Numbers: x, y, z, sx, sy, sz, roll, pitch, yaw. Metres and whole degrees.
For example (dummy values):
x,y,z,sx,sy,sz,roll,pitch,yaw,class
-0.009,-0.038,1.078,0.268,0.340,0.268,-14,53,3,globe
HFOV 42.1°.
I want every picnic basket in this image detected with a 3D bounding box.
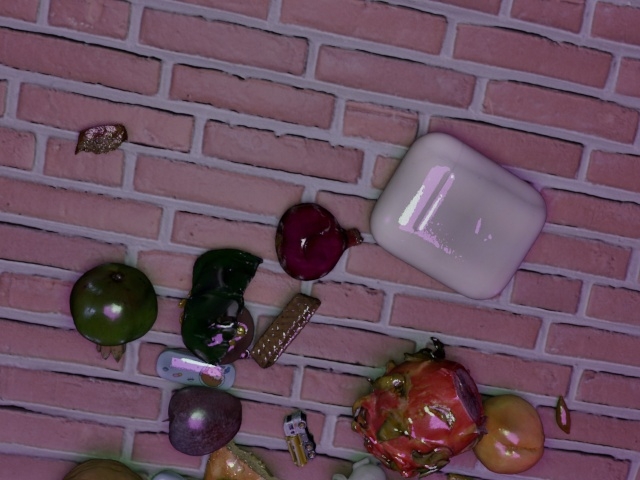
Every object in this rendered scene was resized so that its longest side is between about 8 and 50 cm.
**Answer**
x,y,z,sx,sy,sz,roll,pitch,yaw,class
-0.079,0.195,1.844,0.055,0.110,0.193,41,94,11,picnic basket

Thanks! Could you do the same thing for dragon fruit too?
x,y,z,sx,sy,sz,roll,pitch,yaw,class
0.205,0.384,1.841,0.291,0.250,0.269,-26,84,26,dragon fruit

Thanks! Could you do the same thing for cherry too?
x,y,z,sx,sy,sz,roll,pitch,yaw,class
-0.260,0.400,1.836,0.176,0.140,0.176,-2,129,-2,cherry

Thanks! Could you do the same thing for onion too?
x,y,z,sx,sy,sz,roll,pitch,yaw,class
0.002,0.003,1.801,0.198,0.135,0.173,-8,103,-6,onion

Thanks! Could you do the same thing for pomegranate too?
x,y,z,sx,sy,sz,roll,pitch,yaw,class
-0.442,0.160,1.775,0.187,0.187,0.225,7,124,-7,pomegranate

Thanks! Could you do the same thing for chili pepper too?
x,y,z,sx,sy,sz,roll,pitch,yaw,class
-0.221,0.125,1.752,0.148,0.116,0.264,8,62,9,chili pepper

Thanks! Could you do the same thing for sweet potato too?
x,y,z,sx,sy,sz,roll,pitch,yaw,class
0.577,0.418,1.982,0.034,0.034,0.095,-12,91,-4,sweet potato

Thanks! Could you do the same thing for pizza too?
x,y,z,sx,sy,sz,roll,pitch,yaw,class
-0.188,0.570,1.917,0.188,0.080,0.204,31,107,13,pizza

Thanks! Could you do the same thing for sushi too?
x,y,z,sx,sy,sz,roll,pitch,yaw,class
-0.466,-0.211,1.761,0.120,0.052,0.055,-10,86,-6,sushi

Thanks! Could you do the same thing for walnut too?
x,y,z,sx,sy,sz,roll,pitch,yaw,class
-0.477,0.590,1.823,0.228,0.228,0.228,-1,100,-5,walnut

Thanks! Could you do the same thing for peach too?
x,y,z,sx,sy,sz,roll,pitch,yaw,class
0.426,0.446,1.901,0.184,0.184,0.184,-1,100,-5,peach

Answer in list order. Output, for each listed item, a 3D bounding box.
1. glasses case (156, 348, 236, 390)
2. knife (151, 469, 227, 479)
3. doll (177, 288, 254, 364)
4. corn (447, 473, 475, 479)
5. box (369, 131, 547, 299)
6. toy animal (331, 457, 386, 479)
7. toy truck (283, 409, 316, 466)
x,y,z,sx,sy,sz,roll,pitch,yaw,class
-0.279,0.291,1.868,0.178,0.045,0.067,13,100,-8,glasses case
-0.226,0.577,1.874,0.331,0.044,0.080,9,94,13,knife
-0.234,0.196,1.835,0.188,0.096,0.145,20,90,1,doll
0.344,0.578,1.989,0.083,0.027,0.028,22,89,-7,corn
0.302,-0.050,1.818,0.349,0.141,0.288,30,97,-10,box
0.157,0.652,1.922,0.208,0.154,0.325,-24,106,5,toy animal
-0.049,0.459,1.917,0.063,0.052,0.123,-16,103,4,toy truck
